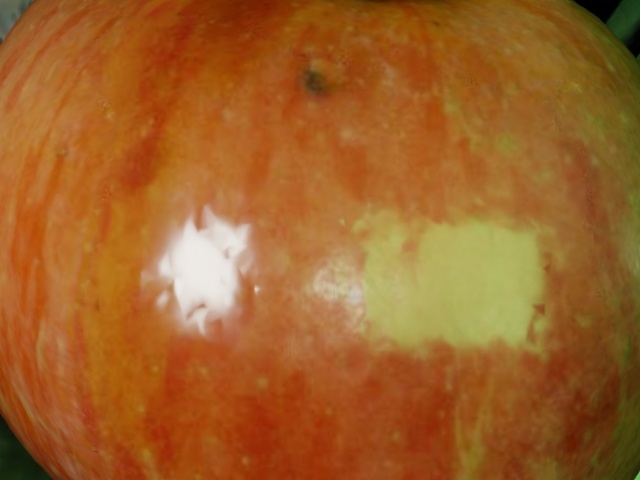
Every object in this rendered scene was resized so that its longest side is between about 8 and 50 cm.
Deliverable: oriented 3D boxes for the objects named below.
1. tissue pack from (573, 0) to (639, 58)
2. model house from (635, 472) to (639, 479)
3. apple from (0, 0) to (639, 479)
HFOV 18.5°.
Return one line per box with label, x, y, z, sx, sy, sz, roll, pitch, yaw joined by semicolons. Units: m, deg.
tissue pack;0.094;-0.223;0.618;0.245;0.123;0.332;44;84;-25
model house;0.218;0.037;0.682;0.329;0.251;0.295;4;91;-29
apple;0.000;0.000;0.543;0.209;0.209;0.164;-8;108;-35
